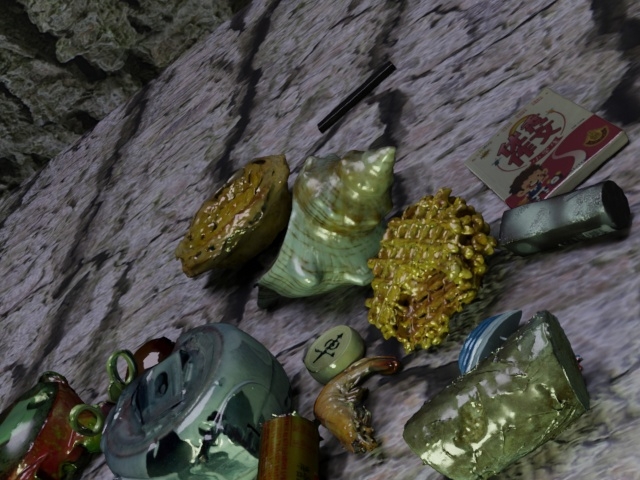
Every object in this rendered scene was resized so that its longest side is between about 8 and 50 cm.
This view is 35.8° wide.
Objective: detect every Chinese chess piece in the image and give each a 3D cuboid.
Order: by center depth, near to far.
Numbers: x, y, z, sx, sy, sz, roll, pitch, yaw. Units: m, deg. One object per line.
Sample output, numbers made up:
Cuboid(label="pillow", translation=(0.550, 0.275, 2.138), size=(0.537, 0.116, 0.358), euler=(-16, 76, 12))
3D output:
Cuboid(label="Chinese chess piece", translation=(0.019, 0.148, 1.292), size=(0.084, 0.034, 0.084), euler=(-34, 26, 19))

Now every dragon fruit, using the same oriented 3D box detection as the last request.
Cuboid(label="dragon fruit", translation=(-0.484, 0.348, 1.654), size=(0.295, 0.130, 0.268), euler=(-33, 21, 24))

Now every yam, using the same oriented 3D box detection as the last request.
Cuboid(label="yam", translation=(0.174, 0.159, 0.948), size=(0.183, 0.107, 0.107), euler=(-39, 24, 16))

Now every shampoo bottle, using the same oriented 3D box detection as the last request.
Cuboid(label="shampoo bottle", translation=(0.257, -0.014, 1.155), size=(0.208, 0.057, 0.063), euler=(-20, 50, 48))

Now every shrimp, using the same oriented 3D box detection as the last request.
Cuboid(label="shrimp", translation=(0.057, 0.189, 1.175), size=(0.124, 0.034, 0.178), euler=(-41, 19, -10))

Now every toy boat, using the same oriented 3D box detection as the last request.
Cuboid(label="toy boat", translation=(0.204, 0.132, 1.050), size=(0.105, 0.034, 0.149), euler=(-41, 36, -1))

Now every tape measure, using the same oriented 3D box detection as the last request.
Cuboid(label="tape measure", translation=(-0.164, 0.235, 1.302), size=(0.256, 0.147, 0.275), euler=(-38, 26, 12))

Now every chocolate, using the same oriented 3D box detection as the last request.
Cuboid(label="chocolate", translation=(-0.240, 0.224, 1.511), size=(0.133, 0.127, 0.124), euler=(-60, -9, -17))

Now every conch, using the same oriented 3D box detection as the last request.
Cuboid(label="conch", translation=(0.011, 0.007, 1.411), size=(0.203, 0.169, 0.386), euler=(-38, -24, -50))

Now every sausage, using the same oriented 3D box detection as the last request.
Cuboid(label="sausage", translation=(-0.038, 0.332, 1.039), size=(0.082, 0.082, 0.371), euler=(-34, 27, 22))

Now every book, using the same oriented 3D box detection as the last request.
Cuboid(label="book", translation=(0.291, -0.118, 1.314), size=(0.162, 0.022, 0.232), euler=(-41, 25, 6))

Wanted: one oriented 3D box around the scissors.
Cuboid(label="scissors", translation=(-0.275, 0.251, 1.408), size=(0.020, 0.187, 0.133), euler=(11, 55, 36))

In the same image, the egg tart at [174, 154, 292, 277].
Cuboid(label="egg tart", translation=(-0.134, -0.031, 1.744), size=(0.291, 0.107, 0.291), euler=(-40, 21, 19))

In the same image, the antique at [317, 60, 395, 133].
Cuboid(label="antique", translation=(0.068, -0.280, 1.930), size=(0.192, 0.015, 0.031), euler=(-41, 24, 7))

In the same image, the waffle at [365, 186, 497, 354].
Cuboid(label="waffle", translation=(0.128, 0.034, 1.206), size=(0.193, 0.070, 0.197), euler=(-57, 26, 14))
